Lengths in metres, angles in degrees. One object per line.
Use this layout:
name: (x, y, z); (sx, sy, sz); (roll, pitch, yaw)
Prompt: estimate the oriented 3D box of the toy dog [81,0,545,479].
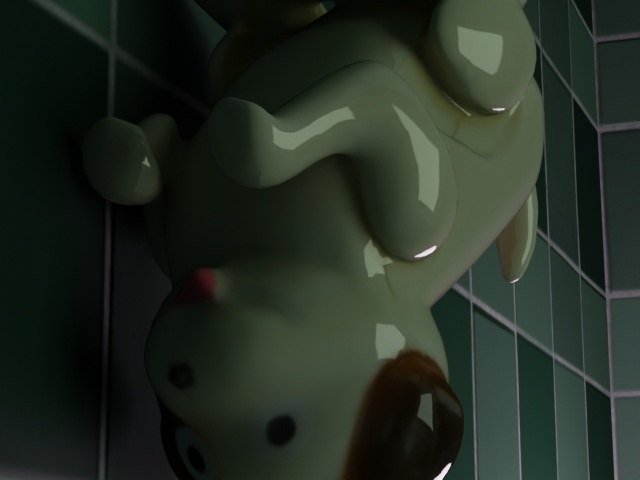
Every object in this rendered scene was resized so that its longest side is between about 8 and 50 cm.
toy dog: (0.000, 0.000, 1.186); (0.395, 0.284, 0.408); (53, 45, -46)
